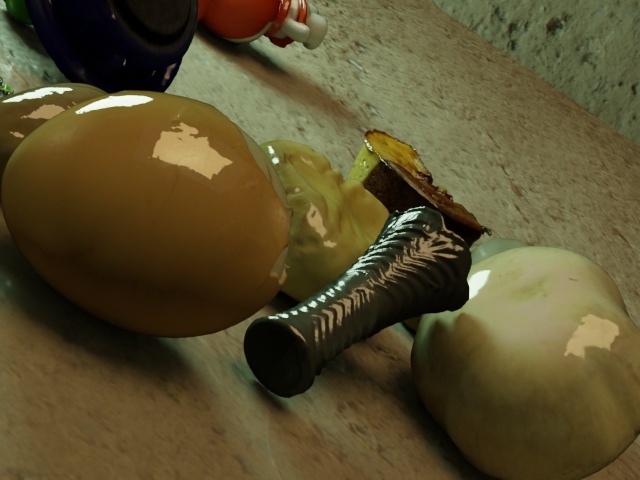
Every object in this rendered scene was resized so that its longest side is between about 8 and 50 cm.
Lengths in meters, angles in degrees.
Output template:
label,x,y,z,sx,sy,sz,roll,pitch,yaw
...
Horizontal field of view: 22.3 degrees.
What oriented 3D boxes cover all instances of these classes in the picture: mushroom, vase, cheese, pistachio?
label,x,y,z,sx,sy,sz,roll,pitch,yaw
mushroom,0.219,0.143,1.635,0.254,0.234,0.260,14,48,28
vase,0.032,0.060,1.499,0.115,0.115,0.237,43,42,17
cheese,0.000,0.000,1.696,0.214,0.117,0.226,27,25,-38
pistachio,-0.247,-0.089,1.459,0.126,0.108,0.185,20,15,33

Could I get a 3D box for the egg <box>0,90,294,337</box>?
label,x,y,z,sx,sy,sz,roll,pitch,yaw
egg,-0.144,-0.024,1.334,0.244,0.201,0.201,12,28,-32

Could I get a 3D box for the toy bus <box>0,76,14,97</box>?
label,x,y,z,sx,sy,sz,roll,pitch,yaw
toy bus,-0.338,-0.151,1.557,0.083,0.031,0.037,30,26,-19

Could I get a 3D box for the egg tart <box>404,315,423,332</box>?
label,x,y,z,sx,sy,sz,roll,pitch,yaw
egg tart,0.123,0.073,1.823,0.130,0.052,0.130,32,20,-13

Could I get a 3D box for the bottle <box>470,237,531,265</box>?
label,x,y,z,sx,sy,sz,roll,pitch,yaw
bottle,0.231,0.080,1.883,0.110,0.110,0.233,32,12,-14

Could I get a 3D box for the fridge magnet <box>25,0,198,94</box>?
label,x,y,z,sx,sy,sz,roll,pitch,yaw
fridge magnet,-0.230,-0.282,1.808,0.265,0.112,0.265,27,57,-53

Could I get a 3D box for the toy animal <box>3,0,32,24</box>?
label,x,y,z,sx,sy,sz,roll,pitch,yaw
toy animal,-0.313,-0.315,1.908,0.103,0.100,0.208,0,18,-2

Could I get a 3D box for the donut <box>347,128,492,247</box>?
label,x,y,z,sx,sy,sz,roll,pitch,yaw
donut,0.100,-0.057,2.056,0.141,0.085,0.217,23,21,-36

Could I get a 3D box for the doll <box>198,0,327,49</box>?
label,x,y,z,sx,sy,sz,roll,pitch,yaw
doll,-0.124,-0.351,2.302,0.290,0.130,0.161,18,28,-32
